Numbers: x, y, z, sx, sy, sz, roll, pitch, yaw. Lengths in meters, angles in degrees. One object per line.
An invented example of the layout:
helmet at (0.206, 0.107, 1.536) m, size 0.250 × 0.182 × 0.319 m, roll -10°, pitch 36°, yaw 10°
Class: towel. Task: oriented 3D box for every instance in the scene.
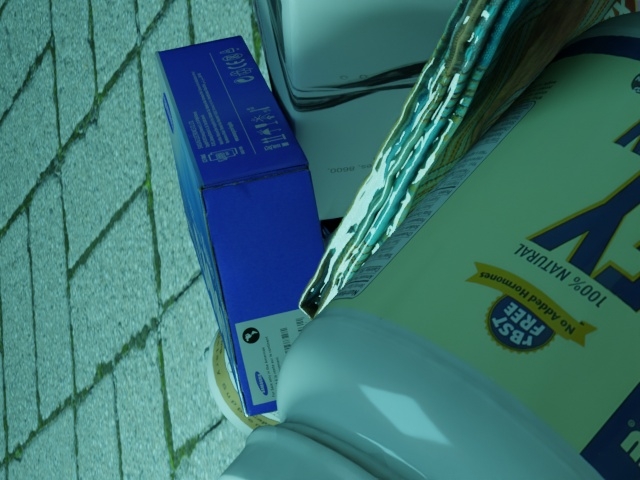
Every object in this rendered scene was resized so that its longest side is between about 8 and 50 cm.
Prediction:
towel at (0.125, -0.123, 1.007) m, size 0.040 × 0.271 × 0.370 m, roll 40°, pitch 142°, yaw 9°

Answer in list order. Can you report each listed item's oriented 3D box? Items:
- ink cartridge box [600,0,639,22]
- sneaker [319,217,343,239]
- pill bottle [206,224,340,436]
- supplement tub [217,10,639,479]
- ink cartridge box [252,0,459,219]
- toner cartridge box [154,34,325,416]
ink cartridge box at (0.204, -0.128, 1.172) m, size 0.176 × 0.069 × 0.371 m, roll 126°, pitch 138°, yaw -51°
sneaker at (0.000, 0.000, 1.619) m, size 0.059 × 0.053 × 0.144 m, roll -117°, pitch 37°, yaw -45°
pill bottle at (0.005, 0.072, 1.501) m, size 0.229 × 0.131 × 0.131 m, roll 134°, pitch 134°, yaw -55°
supplement tub at (0.127, 0.069, 0.933) m, size 0.325 × 0.235 × 0.235 m, roll -47°, pitch 16°, yaw -19°
ink cartridge box at (0.035, -0.238, 1.267) m, size 0.395 × 0.166 × 0.285 m, roll 88°, pitch 172°, yaw -58°
toner cartridge box at (-0.056, -0.024, 1.332) m, size 0.348 × 0.075 × 0.165 m, roll -116°, pitch 16°, yaw -68°
